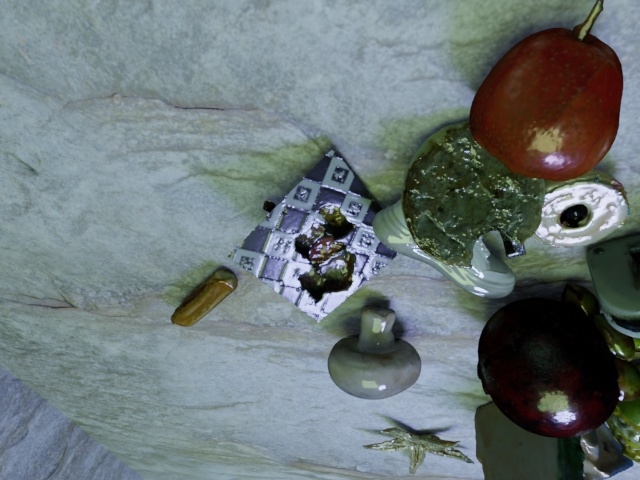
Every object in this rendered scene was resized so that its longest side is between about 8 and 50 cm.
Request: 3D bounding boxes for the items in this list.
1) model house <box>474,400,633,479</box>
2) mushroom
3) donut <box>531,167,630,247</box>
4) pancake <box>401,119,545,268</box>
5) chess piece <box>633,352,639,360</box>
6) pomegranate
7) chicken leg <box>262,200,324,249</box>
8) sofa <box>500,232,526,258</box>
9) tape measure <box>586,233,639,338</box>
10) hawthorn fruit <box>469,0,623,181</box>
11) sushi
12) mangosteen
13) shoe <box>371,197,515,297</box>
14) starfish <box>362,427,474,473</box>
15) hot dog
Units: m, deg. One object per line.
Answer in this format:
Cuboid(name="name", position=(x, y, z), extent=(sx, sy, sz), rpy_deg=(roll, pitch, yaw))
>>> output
Cuboid(name="model house", position=(0.652, 0.651, 1.133), extent=(0.342, 0.382, 0.334), rpy_deg=(34, 134, -10))
Cuboid(name="mushroom", position=(0.135, 0.276, 1.073), extent=(0.243, 0.244, 0.244), rpy_deg=(8, 134, 8))
Cuboid(name="donut", position=(0.446, -0.062, 0.748), extent=(0.174, 0.068, 0.175), rpy_deg=(8, 136, 8))
Cuboid(name="pancake", position=(0.257, -0.081, 0.716), extent=(0.253, 0.037, 0.254), rpy_deg=(1, 95, 7))
Cuboid(name="chess piece", position=(0.728, 0.180, 0.876), extent=(0.137, 0.137, 0.301), rpy_deg=(20, 145, -4))
Cuboid(name="pomegranate", position=(0.738, 0.376, 0.985), extent=(0.301, 0.236, 0.236), rpy_deg=(30, 148, 42))
Cuboid(name="chicken leg", position=(-0.060, -0.005, 0.947), extent=(0.219, 0.048, 0.089), rpy_deg=(41, 126, -22))
Cuboid(name="sofa", position=(0.360, -0.026, 0.807), extent=(0.039, 0.060, 0.118), rpy_deg=(-20, 124, 25))
Cuboid(name="tape measure", position=(0.613, 0.065, 0.728), extent=(0.235, 0.207, 0.115), rpy_deg=(-19, 122, 32))
Cuboid(name="hawthorn fruit", position=(0.317, -0.204, 0.573), extent=(0.196, 0.197, 0.226), rpy_deg=(15, 122, 1))
Cuboid(name="sushi", position=(0.000, 0.000, 0.890), extent=(0.294, 0.059, 0.292), rpy_deg=(-41, 121, 9))
Cuboid(name="mangosteen", position=(0.490, 0.259, 0.885), extent=(0.310, 0.311, 0.311), rpy_deg=(8, 134, 8))
Cuboid(name="shoe", position=(0.267, -0.015, 0.808), extent=(0.316, 0.124, 0.159), rpy_deg=(23, 126, -7))
Cuboid(name="starfish", position=(0.349, 0.732, 1.502), extent=(0.347, 0.078, 0.358), rpy_deg=(-25, 122, 33))
Cuboid(name="hot dog", position=(-0.326, 0.162, 1.164), extent=(0.083, 0.068, 0.289), rpy_deg=(21, 134, -38))
